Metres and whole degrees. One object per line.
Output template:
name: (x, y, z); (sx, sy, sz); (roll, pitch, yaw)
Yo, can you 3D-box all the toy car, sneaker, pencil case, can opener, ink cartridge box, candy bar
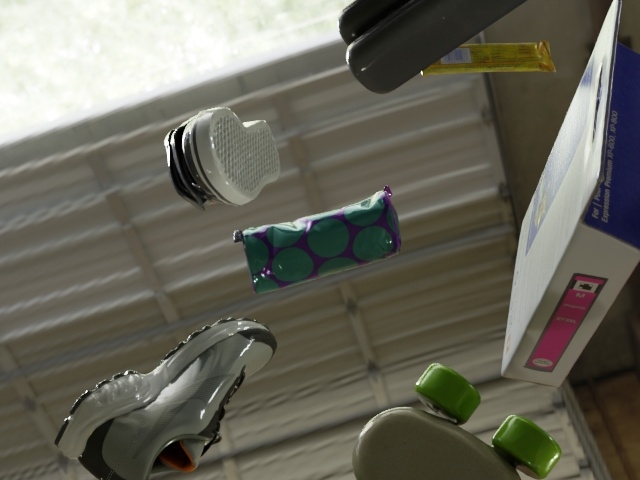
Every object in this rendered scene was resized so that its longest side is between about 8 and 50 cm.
toy car: (0.107, 0.220, 0.949); (0.149, 0.188, 0.155); (33, -105, 27)
sneaker: (-0.128, 0.162, 1.104); (0.108, 0.100, 0.271); (43, -141, 14)
pencil case: (0.000, 0.000, 1.075); (0.152, 0.064, 0.070); (-15, -127, 6)
sneaker: (-0.145, -0.099, 1.495); (0.127, 0.126, 0.321); (-12, 180, 10)
can opener: (0.147, -0.183, 0.744); (0.283, 0.095, 0.076); (-33, -135, 21)
ink cartridge box: (0.220, -0.024, 0.959); (0.069, 0.371, 0.175); (10, -118, 5)
candy bar: (0.183, -0.203, 1.276); (0.161, 0.018, 0.040); (-4, -108, -8)
